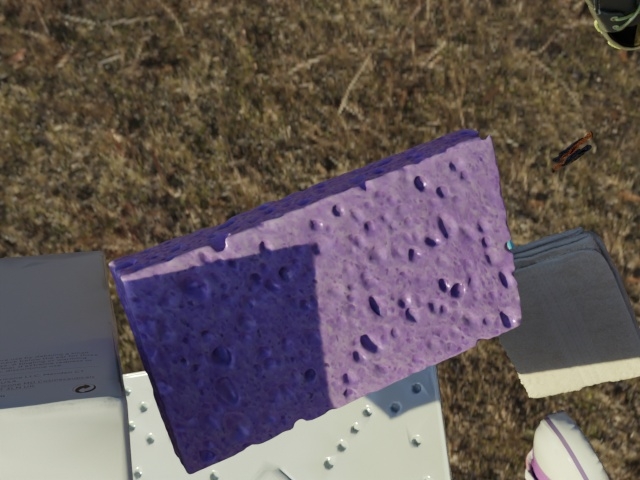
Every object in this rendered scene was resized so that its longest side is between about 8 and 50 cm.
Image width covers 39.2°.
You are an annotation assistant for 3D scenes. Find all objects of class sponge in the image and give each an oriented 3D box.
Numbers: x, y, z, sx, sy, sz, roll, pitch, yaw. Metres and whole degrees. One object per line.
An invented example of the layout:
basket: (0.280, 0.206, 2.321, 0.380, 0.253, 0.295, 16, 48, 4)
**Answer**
sponge: (0.007, 0.029, 0.477, 0.210, 0.117, 0.031, -22, 22, -17)

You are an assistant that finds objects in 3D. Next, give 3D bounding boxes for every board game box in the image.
board game box: (-0.040, 0.316, 0.966, 0.390, 0.050, 0.390, -11, 73, 19)

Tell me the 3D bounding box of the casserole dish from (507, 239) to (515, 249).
casserole dish: (0.274, 0.022, 1.541, 0.114, 0.037, 0.188, -31, 44, 10)

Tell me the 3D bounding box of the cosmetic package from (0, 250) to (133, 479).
cosmetic package: (-0.154, 0.220, 0.535, 0.097, 0.377, 0.284, -4, 12, -12)

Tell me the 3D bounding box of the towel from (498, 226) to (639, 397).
towel: (0.331, 0.106, 1.241, 0.187, 0.282, 0.049, -17, 35, 22)

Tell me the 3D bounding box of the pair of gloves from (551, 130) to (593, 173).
pair of gloves: (0.398, -0.137, 1.418, 0.074, 0.083, 0.010, -35, 72, 3)

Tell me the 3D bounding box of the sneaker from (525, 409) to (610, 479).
sneaker: (0.211, 0.305, 0.896, 0.161, 0.282, 0.102, -17, 29, -7)

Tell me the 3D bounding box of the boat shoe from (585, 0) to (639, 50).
boat shoe: (0.438, -0.350, 1.294, 0.109, 0.305, 0.091, -33, 76, 18)
